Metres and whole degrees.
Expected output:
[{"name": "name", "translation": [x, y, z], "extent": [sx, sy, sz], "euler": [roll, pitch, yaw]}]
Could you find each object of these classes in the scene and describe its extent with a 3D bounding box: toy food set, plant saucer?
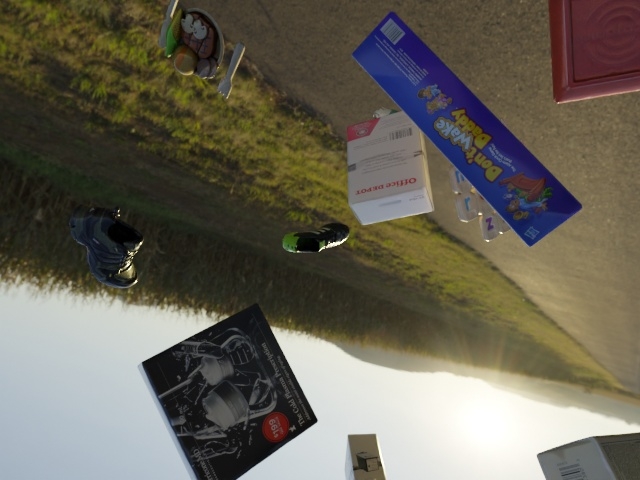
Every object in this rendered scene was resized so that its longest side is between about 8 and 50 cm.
[{"name": "toy food set", "translation": [-0.241, -0.374, 0.893], "extent": [0.192, 0.132, 0.038], "euler": [39, -144, 8]}, {"name": "plant saucer", "translation": [0.647, -0.453, 1.017], "extent": [0.259, 0.258, 0.048], "euler": [-4, -169, 23]}]

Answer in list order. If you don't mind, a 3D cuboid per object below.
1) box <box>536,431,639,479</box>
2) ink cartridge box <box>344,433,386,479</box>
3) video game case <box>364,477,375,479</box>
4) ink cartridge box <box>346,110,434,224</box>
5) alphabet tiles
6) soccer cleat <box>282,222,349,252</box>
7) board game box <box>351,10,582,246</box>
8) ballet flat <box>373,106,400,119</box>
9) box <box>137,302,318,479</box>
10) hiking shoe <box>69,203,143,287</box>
[{"name": "box", "translation": [0.563, 0.446, 0.868], "extent": [0.311, 0.147, 0.121], "euler": [15, 137, -34]}, {"name": "ink cartridge box", "translation": [0.111, 0.595, 1.138], "extent": [0.082, 0.139, 0.190], "euler": [-1, -155, -6]}, {"name": "video game case", "translation": [0.077, 0.608, 0.873], "extent": [0.026, 0.206, 0.227], "euler": [19, -150, -38]}, {"name": "ink cartridge box", "translation": [0.185, -0.201, 1.273], "extent": [0.207, 0.282, 0.117], "euler": [-11, 147, 19]}, {"name": "alphabet tiles", "translation": [0.432, -0.153, 1.163], "extent": [0.284, 0.277, 0.021], "euler": [-22, -168, -29]}, {"name": "soccer cleat", "translation": [0.000, 0.000, 1.067], "extent": [0.179, 0.060, 0.072], "euler": [-11, -157, -30]}, {"name": "board game box", "translation": [0.216, -0.154, 0.695], "extent": [0.347, 0.078, 0.233], "euler": [50, -161, 11]}, {"name": "ballet flat", "translation": [0.233, -0.440, 1.691], "extent": [0.087, 0.083, 0.247], "euler": [37, -175, -8]}, {"name": "box", "translation": [-0.236, 0.388, 1.175], "extent": [0.313, 0.343, 0.179], "euler": [-26, 175, -28]}, {"name": "hiking shoe", "translation": [-0.420, 0.023, 0.967], "extent": [0.114, 0.086, 0.226], "euler": [2, 137, 12]}]
